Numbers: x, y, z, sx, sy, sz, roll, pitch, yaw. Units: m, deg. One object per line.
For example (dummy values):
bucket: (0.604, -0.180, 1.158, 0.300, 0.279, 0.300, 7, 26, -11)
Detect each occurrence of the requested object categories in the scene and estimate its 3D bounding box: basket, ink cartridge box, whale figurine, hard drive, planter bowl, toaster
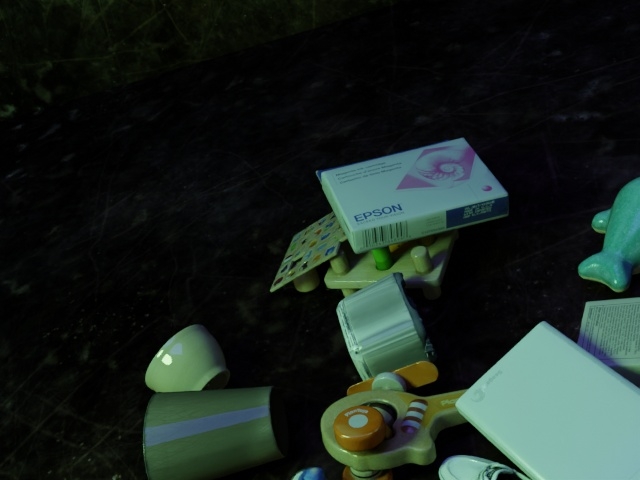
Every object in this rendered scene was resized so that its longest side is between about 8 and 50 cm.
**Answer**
basket: (-0.181, 0.344, 1.509, 0.227, 0.154, 0.204, -12, 38, 8)
ink cartridge box: (0.177, -0.123, 1.755, 0.324, 0.071, 0.330, -15, 38, -8)
whale figurine: (0.599, -0.022, 1.572, 0.272, 0.141, 0.216, -37, 38, -20)
hard drive: (0.373, 0.271, 1.242, 0.203, 0.040, 0.307, -41, 42, -8)
planter bowl: (-0.249, 0.262, 1.660, 0.109, 0.162, 0.162, 38, 63, 22)
toaster: (0.124, 0.174, 1.586, 0.146, 0.129, 0.227, -24, 37, 4)

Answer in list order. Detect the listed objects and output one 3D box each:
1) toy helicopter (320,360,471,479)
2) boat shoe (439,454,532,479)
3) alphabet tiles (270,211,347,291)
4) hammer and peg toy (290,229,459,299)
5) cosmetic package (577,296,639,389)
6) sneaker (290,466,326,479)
toy helicopter: (0.174, 0.290, 1.436, 0.355, 0.140, 0.235, -12, 26, -4)
boat shoe: (0.276, 0.372, 1.282, 0.226, 0.075, 0.083, 14, 49, 40)
alphabet tiles: (0.000, 0.000, 1.804, 0.237, 0.009, 0.198, -31, 23, 34)
hammer and peg toy: (0.112, 0.004, 1.809, 0.361, 0.127, 0.266, -1, 40, 27)
cosmetic package: (0.574, 0.172, 1.318, 0.310, 0.113, 0.160, -7, 37, 34)
sneaker: (0.042, 0.478, 1.249, 0.147, 0.129, 0.330, -18, 43, -6)
